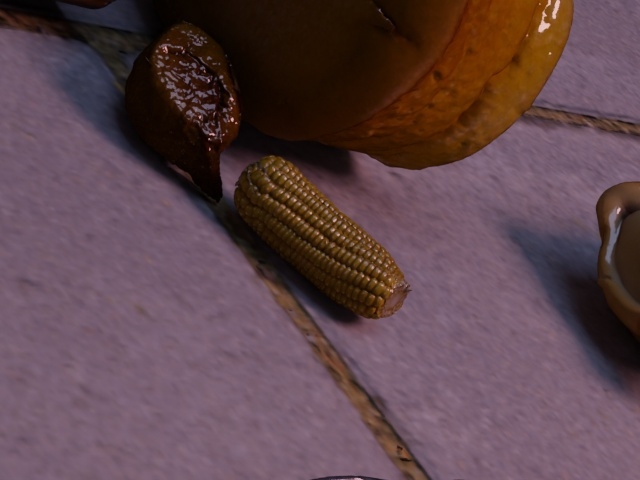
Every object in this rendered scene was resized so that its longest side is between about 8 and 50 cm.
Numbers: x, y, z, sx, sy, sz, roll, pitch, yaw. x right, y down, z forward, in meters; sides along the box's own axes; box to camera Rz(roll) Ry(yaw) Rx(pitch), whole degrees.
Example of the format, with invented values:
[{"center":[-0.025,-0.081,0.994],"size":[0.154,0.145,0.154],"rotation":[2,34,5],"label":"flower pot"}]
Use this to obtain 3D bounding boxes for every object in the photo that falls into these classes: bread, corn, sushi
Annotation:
[{"center":[0.011,-0.155,0.997],"size":[0.142,0.195,0.270],"rotation":[23,29,-45],"label":"bread"},{"center":[0.000,0.000,0.892],"size":[0.092,0.037,0.037],"rotation":[40,26,14],"label":"corn"},{"center":[-0.066,-0.065,0.920],"size":[0.050,0.047,0.099],"rotation":[10,50,-21],"label":"sushi"},{"center":[0.232,0.031,1.068],"size":[0.225,0.081,0.134],"rotation":[3,35,-45],"label":"bread"}]

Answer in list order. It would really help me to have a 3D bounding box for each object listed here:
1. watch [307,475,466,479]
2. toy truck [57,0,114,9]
[{"center":[0.031,0.155,0.628],"size":[0.193,0.068,0.206],"rotation":[34,27,-3],"label":"watch"},{"center":[-0.153,-0.188,0.978],"size":[0.083,0.092,0.192],"rotation":[8,28,-45],"label":"toy truck"}]
